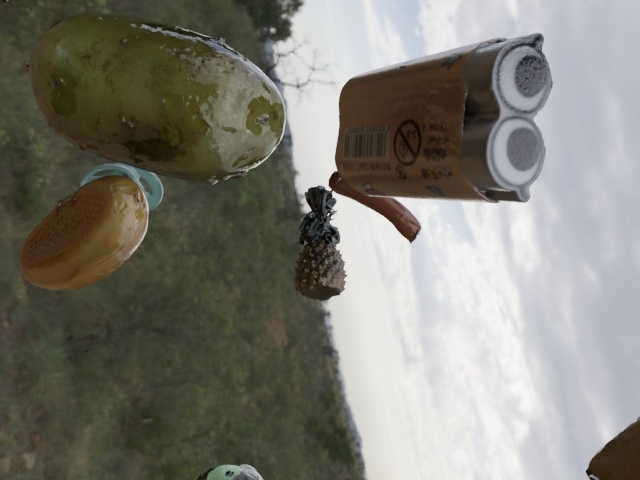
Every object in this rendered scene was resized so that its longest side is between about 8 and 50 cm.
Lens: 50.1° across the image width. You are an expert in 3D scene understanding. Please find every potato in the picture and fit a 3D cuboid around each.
[{"bbox_3d":[-0.186,-0.166,0.804,0.210,0.307,0.173,-8,118,-68],"label":"potato"}]

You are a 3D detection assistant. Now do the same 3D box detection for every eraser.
[{"bbox_3d":[0.124,-0.132,0.790,0.290,0.087,0.171,10,-82,61],"label":"eraser"}]

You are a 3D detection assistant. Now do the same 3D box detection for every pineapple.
[{"bbox_3d":[0.000,0.000,0.944,0.074,0.074,0.159,83,5,-65],"label":"pineapple"}]

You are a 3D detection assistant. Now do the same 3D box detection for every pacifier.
[{"bbox_3d":[-0.348,-0.099,1.174,0.127,0.150,0.116,56,18,-44],"label":"pacifier"}]

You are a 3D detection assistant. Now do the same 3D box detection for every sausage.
[{"bbox_3d":[0.089,-0.061,1.121,0.177,0.047,0.040,33,-21,14],"label":"sausage"}]

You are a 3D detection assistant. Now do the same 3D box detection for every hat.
[{"bbox_3d":[-0.076,0.252,0.636,0.077,0.059,0.076,15,87,-51],"label":"hat"}]

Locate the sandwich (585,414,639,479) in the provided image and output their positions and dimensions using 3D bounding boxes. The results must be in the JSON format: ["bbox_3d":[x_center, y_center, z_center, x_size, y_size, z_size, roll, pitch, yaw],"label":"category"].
[{"bbox_3d":[0.255,0.116,0.309,0.108,0.186,0.220,46,2,-4],"label":"sandwich"}]

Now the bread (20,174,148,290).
[{"bbox_3d":[-0.251,-0.003,0.750,0.077,0.189,0.114,22,52,-48],"label":"bread"}]

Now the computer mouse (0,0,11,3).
[{"bbox_3d":[-0.477,-0.419,1.033,0.172,0.057,0.099,56,-35,37],"label":"computer mouse"}]
